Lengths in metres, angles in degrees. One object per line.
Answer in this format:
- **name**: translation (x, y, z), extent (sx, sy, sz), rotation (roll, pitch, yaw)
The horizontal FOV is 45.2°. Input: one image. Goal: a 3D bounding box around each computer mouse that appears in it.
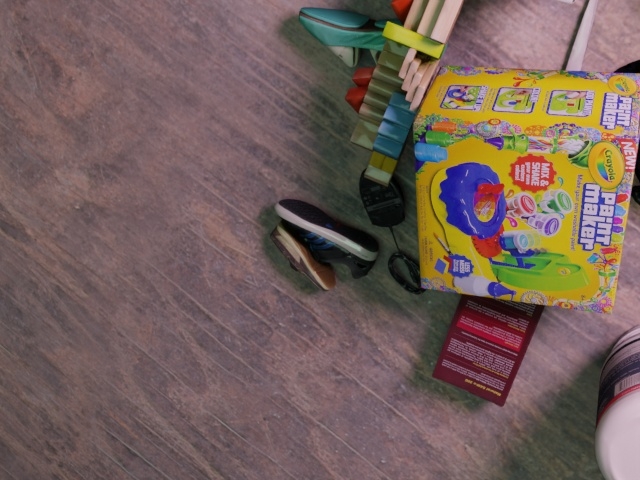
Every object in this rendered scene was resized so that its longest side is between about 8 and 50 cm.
- **computer mouse**: translation (0.128, -0.017, 1.309), extent (0.071, 0.041, 0.242), rotation (-13, 109, 24)

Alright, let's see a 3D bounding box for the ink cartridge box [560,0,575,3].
- **ink cartridge box**: translation (0.254, -0.404, 1.018), extent (0.224, 0.223, 0.045), rotation (19, 137, 15)

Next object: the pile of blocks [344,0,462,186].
- **pile of blocks**: translation (0.098, -0.228, 1.109), extent (0.113, 0.149, 0.362), rotation (23, 129, 5)

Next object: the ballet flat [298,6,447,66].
- **ballet flat**: translation (0.076, -0.310, 1.201), extent (0.247, 0.083, 0.087), rotation (12, 120, 19)

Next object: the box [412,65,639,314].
- **box**: translation (0.291, -0.076, 1.093), extent (0.279, 0.177, 0.289), rotation (7, 130, 20)

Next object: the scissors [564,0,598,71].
- **scissors**: translation (0.359, -0.224, 1.146), extent (0.109, 0.021, 0.297), rotation (3, 110, 23)

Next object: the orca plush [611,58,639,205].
- **orca plush**: translation (0.501, -0.120, 1.078), extent (0.151, 0.102, 0.287), rotation (-15, 101, 26)

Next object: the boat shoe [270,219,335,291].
- **boat shoe**: translation (-0.032, 0.032, 1.380), extent (0.049, 0.056, 0.152), rotation (-42, 79, 33)

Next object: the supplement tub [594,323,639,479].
- **supplement tub**: translation (0.500, 0.245, 1.108), extent (0.191, 0.272, 0.191), rotation (7, 110, 20)

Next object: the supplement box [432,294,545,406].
- **supplement box**: translation (0.286, 0.141, 1.273), extent (0.130, 0.073, 0.239), rotation (22, 114, 15)

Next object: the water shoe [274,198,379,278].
- **water shoe**: translation (0.000, 0.000, 1.342), extent (0.203, 0.073, 0.080), rotation (28, 118, 12)
